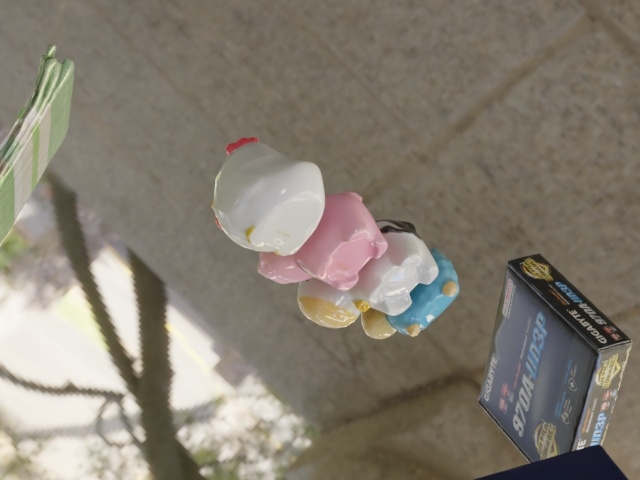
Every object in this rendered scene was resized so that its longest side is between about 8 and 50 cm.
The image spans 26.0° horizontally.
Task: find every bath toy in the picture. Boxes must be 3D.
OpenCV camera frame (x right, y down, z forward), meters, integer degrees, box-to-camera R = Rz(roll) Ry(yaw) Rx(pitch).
[{"bbox_3d":[0.000,0.000,1.416,0.348,0.151,0.129,35,-165,-51],"label":"bath toy"}]

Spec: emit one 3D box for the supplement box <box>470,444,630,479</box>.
[{"bbox_3d":[0.175,0.379,1.154,0.195,0.194,0.356,-124,29,-47],"label":"supplement box"}]

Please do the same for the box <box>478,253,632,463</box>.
[{"bbox_3d":[0.264,0.153,1.592,0.175,0.051,0.220,50,143,44],"label":"box"}]

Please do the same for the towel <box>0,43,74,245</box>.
[{"bbox_3d":[-0.333,-0.015,1.341,0.038,0.325,0.248,28,162,-4],"label":"towel"}]
